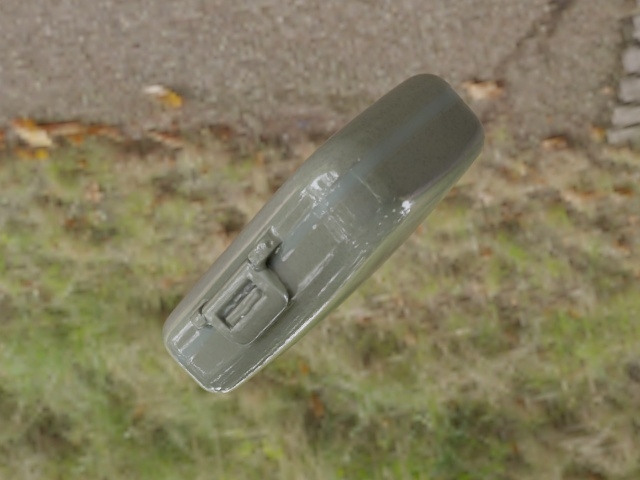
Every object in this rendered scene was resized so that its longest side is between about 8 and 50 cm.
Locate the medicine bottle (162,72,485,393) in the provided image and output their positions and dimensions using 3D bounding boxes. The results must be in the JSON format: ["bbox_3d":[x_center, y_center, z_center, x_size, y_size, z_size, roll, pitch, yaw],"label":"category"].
[{"bbox_3d":[0.000,0.000,1.442,0.282,0.123,0.375,-39,175,-46],"label":"medicine bottle"}]
